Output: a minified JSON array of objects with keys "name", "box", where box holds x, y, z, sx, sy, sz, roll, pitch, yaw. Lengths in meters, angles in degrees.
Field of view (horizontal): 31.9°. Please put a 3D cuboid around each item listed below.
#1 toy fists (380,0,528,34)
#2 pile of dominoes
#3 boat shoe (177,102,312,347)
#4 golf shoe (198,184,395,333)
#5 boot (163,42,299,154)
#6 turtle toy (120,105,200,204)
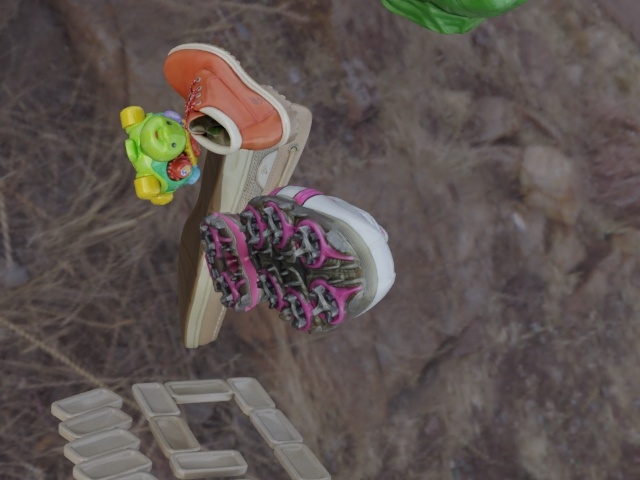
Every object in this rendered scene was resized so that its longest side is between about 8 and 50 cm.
[{"name":"toy fists","box":[0.013,-0.224,0.668,0.279,0.142,0.096,34,76,0]},{"name":"pile of dominoes","box":[-0.100,0.185,0.874,0.196,0.251,0.040,1,110,-25]},{"name":"boat shoe","box":[-0.094,-0.009,1.317,0.110,0.341,0.121,7,34,-19]},{"name":"golf shoe","box":[0.000,0.000,0.566,0.086,0.186,0.067,-18,99,-19]},{"name":"boot","box":[-0.103,-0.129,1.015,0.084,0.158,0.059,-26,139,-40]},{"name":"turtle toy","box":[-0.155,-0.090,1.101,0.130,0.066,0.095,34,43,-83]}]
